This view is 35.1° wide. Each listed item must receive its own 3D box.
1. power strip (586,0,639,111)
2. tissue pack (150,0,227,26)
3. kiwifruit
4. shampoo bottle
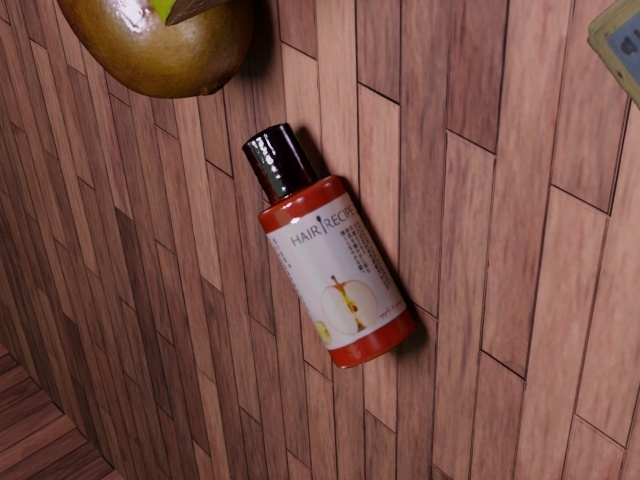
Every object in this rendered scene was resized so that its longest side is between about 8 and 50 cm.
[{"bbox_3d":[0.291,-0.183,0.571,0.092,0.066,0.387,55,150,4],"label":"power strip"},{"bbox_3d":[-0.113,-0.367,0.887,0.275,0.200,0.167,58,152,2],"label":"tissue pack"},{"bbox_3d":[-0.174,-0.257,1.093,0.234,0.196,0.196,56,150,8],"label":"kiwifruit"},{"bbox_3d":[0.000,0.000,1.137,0.278,0.104,0.104,62,150,-4],"label":"shampoo bottle"}]
